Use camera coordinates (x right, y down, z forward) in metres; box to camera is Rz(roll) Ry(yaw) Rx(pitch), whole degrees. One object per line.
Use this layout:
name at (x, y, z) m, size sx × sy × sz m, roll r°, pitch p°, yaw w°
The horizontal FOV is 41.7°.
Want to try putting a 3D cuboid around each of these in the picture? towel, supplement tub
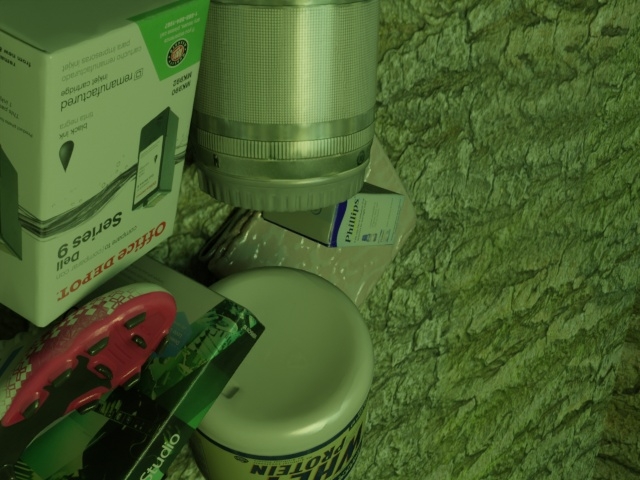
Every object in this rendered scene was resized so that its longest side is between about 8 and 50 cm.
towel at (0.000, 0.000, 1.236) m, size 0.332 × 0.053 × 0.317 m, roll -53°, pitch 138°, yaw -18°
supplement tub at (-0.057, 0.207, 1.071) m, size 0.235 × 0.235 × 0.325 m, roll -44°, pitch 157°, yaw -26°

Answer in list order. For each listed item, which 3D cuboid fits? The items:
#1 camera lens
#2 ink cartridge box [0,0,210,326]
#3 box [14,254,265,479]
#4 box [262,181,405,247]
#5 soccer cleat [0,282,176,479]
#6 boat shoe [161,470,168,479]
camera lens at (-0.044, -0.195, 0.962) m, size 0.219 × 0.219 × 0.274 m, roll -22°, pitch 123°, yaw -41°
ink cartridge box at (-0.226, -0.095, 0.788) m, size 0.211 × 0.122 × 0.289 m, roll -42°, pitch 155°, yaw -48°
box at (-0.238, 0.171, 0.905) m, size 0.322 × 0.232 × 0.058 m, roll -56°, pitch 141°, yaw -14°
box at (0.017, -0.044, 1.097) m, size 0.137 × 0.126 × 0.072 m, roll -1°, pitch 108°, yaw -48°
soccer cleat at (-0.300, 0.133, 0.841) m, size 0.331 × 0.143 × 0.116 m, roll -41°, pitch 150°, yaw -3°
boat shoe at (-0.236, 0.254, 1.026) m, size 0.132 × 0.130 × 0.355 m, roll 11°, pitch 99°, yaw -50°
